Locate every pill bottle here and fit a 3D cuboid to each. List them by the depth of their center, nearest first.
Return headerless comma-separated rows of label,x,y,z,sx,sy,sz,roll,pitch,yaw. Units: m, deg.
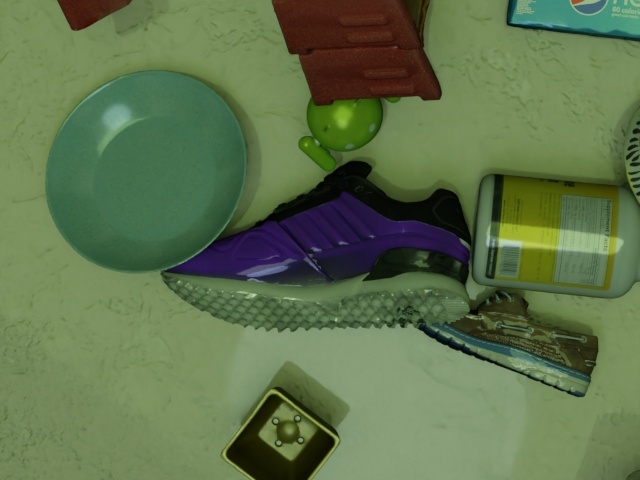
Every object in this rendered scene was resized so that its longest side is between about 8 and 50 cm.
pill bottle,0.231,-0.002,1.685,0.184,0.103,0.103,6,96,3

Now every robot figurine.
robot figurine,0.022,-0.114,1.684,0.101,0.115,0.067,-44,91,6

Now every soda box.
soda box,0.275,-0.215,1.678,0.210,0.071,0.067,8,95,4

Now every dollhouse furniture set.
dollhouse furniture set,-0.076,-0.241,1.642,0.374,0.152,0.201,1,58,19

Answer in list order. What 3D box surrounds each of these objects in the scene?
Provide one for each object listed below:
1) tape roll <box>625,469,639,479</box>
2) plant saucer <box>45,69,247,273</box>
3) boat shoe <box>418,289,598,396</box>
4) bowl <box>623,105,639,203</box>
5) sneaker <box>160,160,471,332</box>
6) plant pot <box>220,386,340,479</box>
tape roll,0.382,0.295,1.611,0.286,0.286,0.100,19,97,2
plant saucer,-0.157,-0.060,1.723,0.194,0.037,0.195,-3,75,12
boat shoe,0.168,0.082,1.722,0.183,0.066,0.066,22,85,-1
bowl,0.360,-0.080,1.641,0.170,0.080,0.170,6,66,-13
sneaker,0.001,0.000,1.711,0.293,0.102,0.146,0,69,17
plant pot,-0.034,0.185,1.731,0.081,0.083,0.081,37,96,0
